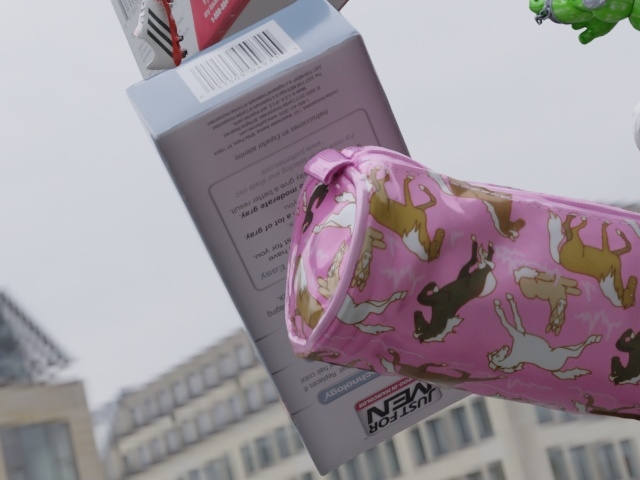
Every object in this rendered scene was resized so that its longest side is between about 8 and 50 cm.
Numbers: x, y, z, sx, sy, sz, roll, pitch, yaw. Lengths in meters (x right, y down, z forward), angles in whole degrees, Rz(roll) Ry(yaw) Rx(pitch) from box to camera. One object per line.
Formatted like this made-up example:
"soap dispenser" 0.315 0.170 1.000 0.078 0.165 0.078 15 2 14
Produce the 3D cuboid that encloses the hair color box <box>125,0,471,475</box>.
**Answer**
"hair color box" 0.000 0.000 1.535 0.185 0.113 0.374 -28 -58 -5

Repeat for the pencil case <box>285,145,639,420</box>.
"pencil case" 0.162 0.038 1.365 0.386 0.167 0.160 10 -26 -16

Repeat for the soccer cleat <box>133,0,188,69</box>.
"soccer cleat" -0.125 -0.168 1.349 0.035 0.083 0.029 -14 11 3

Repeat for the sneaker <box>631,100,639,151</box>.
"sneaker" 0.327 -0.044 1.359 0.080 0.212 0.094 -51 2 8

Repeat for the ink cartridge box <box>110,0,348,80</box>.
"ink cartridge box" -0.126 -0.368 1.786 0.160 0.385 0.279 -18 -13 -29

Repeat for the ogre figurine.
"ogre figurine" 0.276 -0.189 1.479 0.197 0.097 0.118 28 0 2
